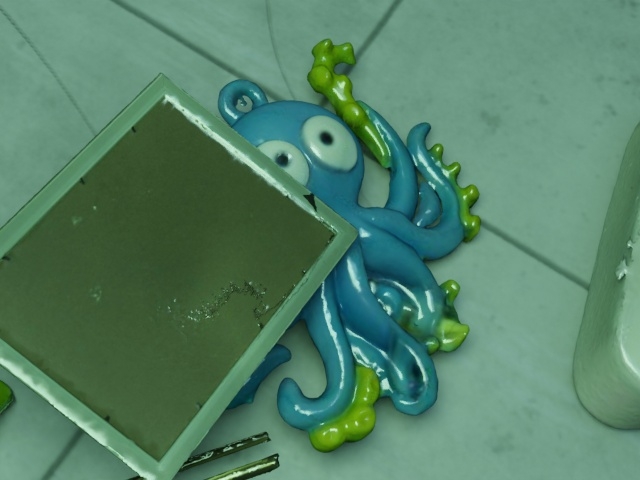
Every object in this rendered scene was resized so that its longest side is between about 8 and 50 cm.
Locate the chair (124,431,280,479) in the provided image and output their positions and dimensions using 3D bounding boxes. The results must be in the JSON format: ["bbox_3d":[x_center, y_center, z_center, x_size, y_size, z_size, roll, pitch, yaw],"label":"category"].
[{"bbox_3d":[-0.173,0.257,0.778,0.325,0.170,0.160,-16,91,-7],"label":"chair"}]

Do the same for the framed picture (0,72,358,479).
[{"bbox_3d":[-0.123,0.020,0.794,0.216,0.016,0.273,39,60,1],"label":"framed picture"}]

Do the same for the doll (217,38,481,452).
[{"bbox_3d":[0.000,0.000,0.904,0.346,0.099,0.341,-30,77,-24],"label":"doll"}]

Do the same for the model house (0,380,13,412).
[{"bbox_3d":[-0.356,0.033,0.721,0.242,0.313,0.358,30,28,7],"label":"model house"}]

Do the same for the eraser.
[{"bbox_3d":[0.405,0.033,0.913,0.331,0.150,0.331,0,68,-1],"label":"eraser"}]
